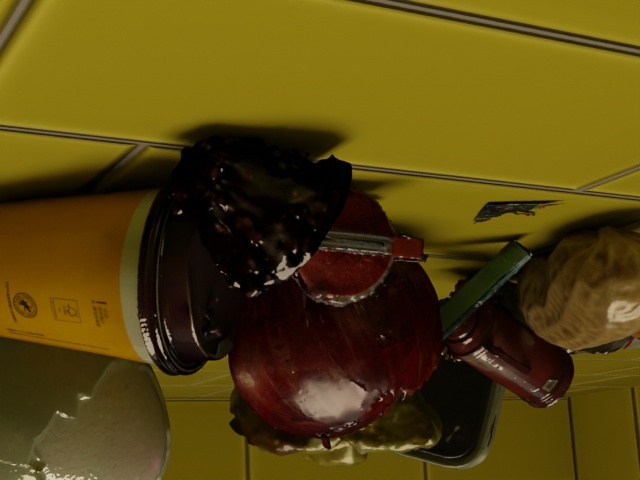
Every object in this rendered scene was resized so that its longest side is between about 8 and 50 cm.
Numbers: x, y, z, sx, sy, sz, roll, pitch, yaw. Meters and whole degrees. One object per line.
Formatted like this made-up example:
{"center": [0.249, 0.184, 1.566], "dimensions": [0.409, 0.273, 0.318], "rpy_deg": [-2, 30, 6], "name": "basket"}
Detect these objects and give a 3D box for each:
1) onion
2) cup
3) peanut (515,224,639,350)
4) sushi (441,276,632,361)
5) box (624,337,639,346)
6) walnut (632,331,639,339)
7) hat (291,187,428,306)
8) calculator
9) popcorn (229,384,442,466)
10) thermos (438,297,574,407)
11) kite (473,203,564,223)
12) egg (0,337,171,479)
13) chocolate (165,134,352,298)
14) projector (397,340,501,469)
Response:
{"center": [0.016, 0.112, 1.384], "dimensions": [0.276, 0.276, 0.276], "rpy_deg": [-3, 167, -1], "name": "onion"}
{"center": [-0.219, 0.031, 1.111], "dimensions": [0.279, 0.196, 0.196], "rpy_deg": [2, 169, 18], "name": "cup"}
{"center": [0.345, 0.063, 1.442], "dimensions": [0.140, 0.153, 0.325], "rpy_deg": [-35, -177, -15], "name": "peanut"}
{"center": [0.330, 0.118, 1.673], "dimensions": [0.332, 0.124, 0.130], "rpy_deg": [-1, -164, -8], "name": "sushi"}
{"center": [0.473, 0.131, 1.870], "dimensions": [0.330, 0.095, 0.210], "rpy_deg": [-3, 167, 9], "name": "box"}
{"center": [0.470, 0.073, 1.527], "dimensions": [0.144, 0.144, 0.180], "rpy_deg": [-1, 170, -8], "name": "walnut"}
{"center": [0.002, -0.003, 1.211], "dimensions": [0.140, 0.129, 0.227], "rpy_deg": [-16, -171, -18], "name": "hat"}
{"center": [0.201, 0.067, 1.436], "dimensions": [0.018, 0.172, 0.057], "rpy_deg": [46, 180, -22], "name": "calculator"}
{"center": [0.026, 0.181, 1.667], "dimensions": [0.321, 0.326, 0.290], "rpy_deg": [24, -171, -5], "name": "popcorn"}
{"center": [0.244, 0.145, 1.527], "dimensions": [0.232, 0.099, 0.124], "rpy_deg": [33, -171, -32], "name": "thermos"}
{"center": [0.217, -0.034, 1.283], "dimensions": [0.090, 0.004, 0.122], "rpy_deg": [9, 163, -43], "name": "kite"}
{"center": [-0.331, 0.191, 1.283], "dimensions": [0.336, 0.278, 0.278], "rpy_deg": [26, 168, 6], "name": "egg"}
{"center": [-0.067, -0.044, 0.984], "dimensions": [0.133, 0.156, 0.156], "rpy_deg": [39, 149, -21], "name": "chocolate"}
{"center": [0.199, 0.270, 1.997], "dimensions": [0.248, 0.249, 0.249], "rpy_deg": [13, 171, 13], "name": "projector"}
